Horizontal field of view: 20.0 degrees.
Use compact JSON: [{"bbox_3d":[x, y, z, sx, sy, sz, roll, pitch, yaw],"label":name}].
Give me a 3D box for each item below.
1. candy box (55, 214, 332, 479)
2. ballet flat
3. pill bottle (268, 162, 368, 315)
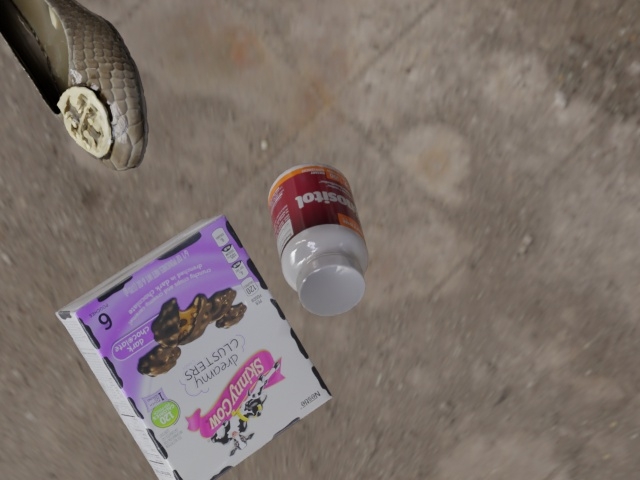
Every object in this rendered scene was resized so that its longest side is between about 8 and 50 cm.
[{"bbox_3d":[-0.111,0.102,1.619,0.165,0.070,0.196,-34,100,-20],"label":"candy box"},{"bbox_3d":[-0.183,-0.139,1.144,0.058,0.084,0.250,-12,58,-38],"label":"ballet flat"},{"bbox_3d":[0.000,0.000,1.767,0.086,0.086,0.152,-10,41,-4],"label":"pill bottle"}]
